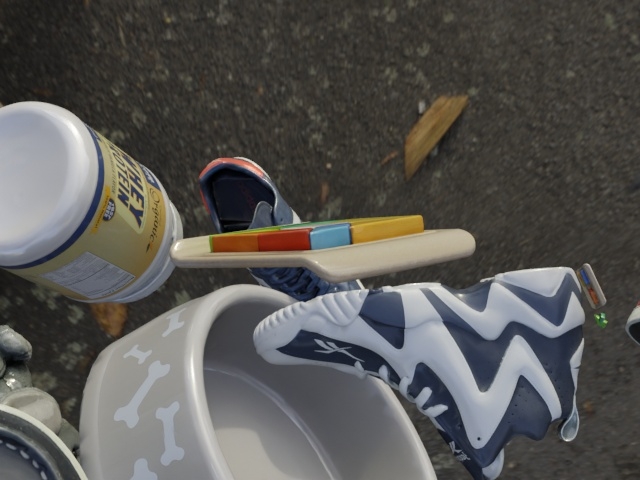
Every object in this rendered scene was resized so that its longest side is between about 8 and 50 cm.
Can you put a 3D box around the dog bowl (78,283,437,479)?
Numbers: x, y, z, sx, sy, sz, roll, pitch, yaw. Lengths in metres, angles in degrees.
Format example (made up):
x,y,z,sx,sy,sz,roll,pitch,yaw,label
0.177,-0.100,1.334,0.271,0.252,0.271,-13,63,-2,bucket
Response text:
x,y,z,sx,sy,sz,roll,pitch,yaw,label
-0.026,0.188,0.820,0.102,0.348,0.349,-38,78,23,dog bowl

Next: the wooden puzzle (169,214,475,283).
x,y,z,sx,sy,sz,roll,pitch,yaw,label
0.000,0.000,1.025,0.221,0.238,0.044,-9,99,-43,wooden puzzle

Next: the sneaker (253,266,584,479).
x,y,z,sx,sy,sz,roll,pitch,yaw,label
0.074,0.108,0.719,0.234,0.094,0.153,-7,83,-1,sneaker

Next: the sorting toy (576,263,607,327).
x,y,z,sx,sy,sz,roll,pitch,yaw,label
0.351,0.073,1.306,0.012,0.062,0.083,-22,80,0,sorting toy

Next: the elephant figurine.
x,y,z,sx,sy,sz,roll,pitch,yaw,label
-0.336,0.223,1.134,0.186,0.169,0.239,-34,66,-20,elephant figurine

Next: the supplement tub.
x,y,z,sx,sy,sz,roll,pitch,yaw,label
-0.352,-0.039,1.456,0.228,0.316,0.228,-6,72,18,supplement tub

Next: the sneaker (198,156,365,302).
x,y,z,sx,sy,sz,roll,pitch,yaw,label
-0.061,0.022,1.467,0.131,0.148,0.350,-43,79,6,sneaker

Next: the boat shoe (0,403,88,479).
x,y,z,sx,sy,sz,roll,pitch,yaw,label
-0.156,0.288,0.459,0.186,0.156,0.500,10,49,-23,boat shoe

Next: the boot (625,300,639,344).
x,y,z,sx,sy,sz,roll,pitch,yaw,label
0.453,0.027,1.097,0.088,0.244,0.176,41,67,-12,boot
